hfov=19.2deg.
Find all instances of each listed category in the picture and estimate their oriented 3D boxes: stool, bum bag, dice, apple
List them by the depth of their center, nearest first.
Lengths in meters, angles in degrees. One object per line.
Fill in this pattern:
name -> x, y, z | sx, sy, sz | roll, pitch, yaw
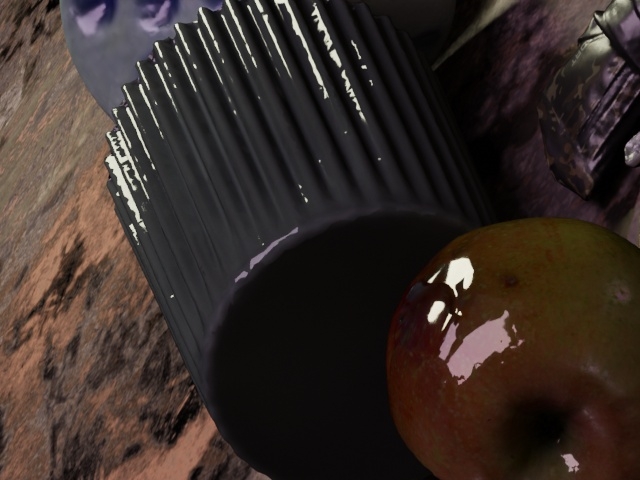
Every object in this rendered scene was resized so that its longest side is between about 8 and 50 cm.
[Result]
apple -> 0.143, 0.076, 1.218 | 0.207, 0.173, 0.188 | -12, 11, 2
bum bag -> 0.240, -0.149, 1.402 | 0.102, 0.069, 0.248 | 44, 106, 28
stool -> 0.000, 0.000, 1.459 | 0.297, 0.297, 0.330 | -53, 29, 17
dice -> -0.056, -0.224, 1.720 | 0.262, 0.268, 0.264 | 52, 124, 20

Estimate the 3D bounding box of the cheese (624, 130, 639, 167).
cheese -> 0.275, -0.107, 1.329 | 0.162, 0.036, 0.086 | -44, 28, 32
